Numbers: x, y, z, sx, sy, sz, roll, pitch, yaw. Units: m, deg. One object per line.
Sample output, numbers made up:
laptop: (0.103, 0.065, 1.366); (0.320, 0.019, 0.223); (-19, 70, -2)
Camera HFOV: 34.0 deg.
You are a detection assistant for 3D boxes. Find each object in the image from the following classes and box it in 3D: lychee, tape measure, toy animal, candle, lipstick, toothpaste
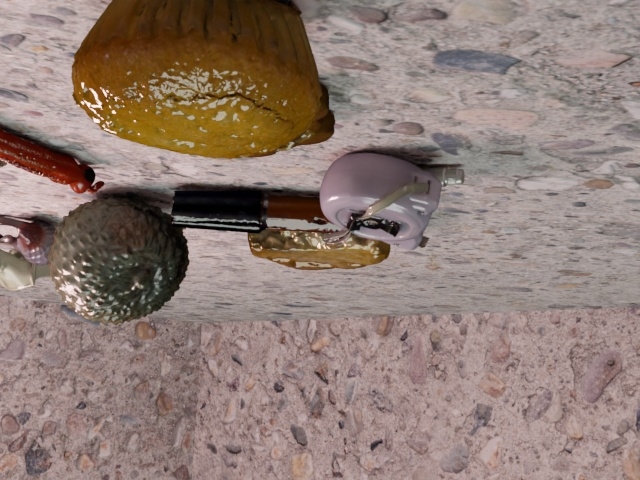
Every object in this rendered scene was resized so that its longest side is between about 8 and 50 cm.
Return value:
lychee: (-0.376, 0.029, 1.941); (0.255, 0.255, 0.274); (8, -160, -29)
tape measure: (0.086, -0.053, 1.583); (0.179, 0.105, 0.196); (12, 161, 5)
toy animal: (-0.607, 0.007, 2.249); (0.195, 0.090, 0.324); (2, 163, 45)
candle: (-0.429, -0.124, 1.574); (0.051, 0.048, 0.329); (-42, 159, 9)
lipstick: (-0.053, -0.047, 1.836); (0.419, 0.077, 0.077); (3, 170, -4)
toothpaste: (0.129, -0.099, 1.625); (0.191, 0.031, 0.048); (1, 167, 23)

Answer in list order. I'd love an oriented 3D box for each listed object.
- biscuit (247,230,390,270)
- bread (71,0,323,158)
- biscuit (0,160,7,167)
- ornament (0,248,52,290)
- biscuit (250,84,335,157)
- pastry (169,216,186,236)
biscuit: (0.000, -0.001, 2.036); (0.274, 0.091, 0.213); (0, 167, 6)
bread: (-0.116, -0.162, 0.993); (0.240, 0.139, 0.240); (2, 170, 0)
biscuit: (-0.586, -0.085, 1.573); (0.250, 0.032, 0.133); (-29, -165, -31)
ornament: (-0.760, 0.059, 2.507); (0.130, 0.120, 0.285); (-8, 167, 40)
biscuit: (-0.131, -0.154, 1.325); (0.302, 0.043, 0.278); (5, 170, -15)
pastry: (-0.348, -0.021, 2.114); (0.140, 0.056, 0.080); (-1, -179, 10)
